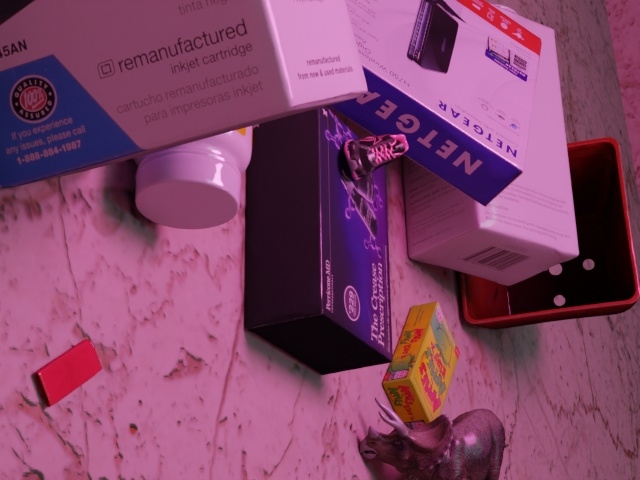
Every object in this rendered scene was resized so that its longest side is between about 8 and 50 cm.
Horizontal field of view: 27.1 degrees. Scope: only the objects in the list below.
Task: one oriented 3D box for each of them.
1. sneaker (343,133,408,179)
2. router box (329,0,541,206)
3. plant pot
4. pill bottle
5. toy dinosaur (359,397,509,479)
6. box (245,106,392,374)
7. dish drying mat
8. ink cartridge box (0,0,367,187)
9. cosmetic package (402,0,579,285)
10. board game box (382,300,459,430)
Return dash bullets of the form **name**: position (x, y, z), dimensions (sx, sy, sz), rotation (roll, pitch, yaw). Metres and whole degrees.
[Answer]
- **sneaker**: position (0.067, -0.102, 1.529), dimensions (0.119, 0.057, 0.047), rotation (-35, 111, -64)
- **router box**: position (0.125, -0.244, 1.733), dimensions (0.335, 0.082, 0.301), rotation (31, 42, -14)
- **plant pot**: position (0.369, 0.015, 2.145), dimensions (0.236, 0.267, 0.267), rotation (47, 37, -68)
- **pill bottle**: position (-0.124, -0.125, 1.293), dimensions (0.119, 0.119, 0.208), rotation (42, 42, -52)
- **toy dinosaur**: position (0.187, 0.279, 1.698), dimensions (0.313, 0.121, 0.160), rotation (-4, 110, -46)
- **box**: position (0.000, 0.000, 1.524), dimensions (0.184, 0.103, 0.261), rotation (35, 48, -53)
- **dish drying mat**: position (-0.213, 0.111, 1.122), dimensions (0.083, 0.008, 0.032), rotation (-37, 112, -62)
- **ink cartridge box**: position (-0.162, -0.270, 1.079), dimensions (0.166, 0.285, 0.395), rotation (-24, 100, -65)
- **cosmetic package**: position (0.242, -0.152, 1.968), dimensions (0.217, 0.156, 0.385), rotation (16, 61, -35)
- **board game box**: position (0.139, 0.173, 1.804), dimensions (0.092, 0.043, 0.181), rotation (66, 27, -24)
